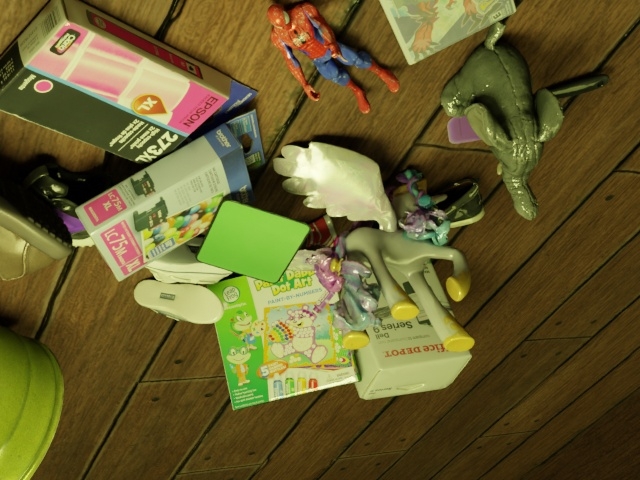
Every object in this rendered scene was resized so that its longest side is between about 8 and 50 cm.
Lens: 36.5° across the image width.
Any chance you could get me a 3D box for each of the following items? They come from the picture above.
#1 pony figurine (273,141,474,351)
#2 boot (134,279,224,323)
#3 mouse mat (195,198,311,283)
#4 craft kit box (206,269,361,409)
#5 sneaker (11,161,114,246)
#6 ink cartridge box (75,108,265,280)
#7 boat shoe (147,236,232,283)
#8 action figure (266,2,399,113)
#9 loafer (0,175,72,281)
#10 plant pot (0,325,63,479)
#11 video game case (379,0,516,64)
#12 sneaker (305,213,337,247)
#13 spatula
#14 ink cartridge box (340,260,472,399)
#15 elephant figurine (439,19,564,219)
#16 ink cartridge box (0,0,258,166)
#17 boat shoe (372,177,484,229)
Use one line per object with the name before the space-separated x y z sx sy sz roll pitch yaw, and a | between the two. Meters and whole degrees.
pony figurine | 0.086 0.013 1.665 0.350 0.364 0.303 2 136 -14
boot | -0.247 0.118 1.795 0.189 0.069 0.086 14 167 26
mouse mat | -0.113 0.005 1.590 0.152 0.007 0.190 17 141 -13
craft kit box | -0.070 0.174 1.842 0.249 0.247 0.061 -15 169 8
sneaker | -0.442 -0.057 1.448 0.293 0.102 0.146 -10 148 -31
ink cartridge box | -0.212 -0.068 1.508 0.311 0.065 0.186 -34 159 -12
boat shoe | -0.258 0.038 1.701 0.258 0.095 0.084 15 129 -43
action figure | 0.023 -0.245 1.399 0.091 0.139 0.280 -36 143 21
loafer | -0.501 -0.053 1.289 0.130 0.134 0.366 -43 123 7
plant pot | -0.676 0.237 1.566 0.366 0.367 0.353 -29 136 12
video game case | 0.184 -0.359 1.418 0.183 0.023 0.201 -26 149 8
sneaker | 0.000 0.000 1.843 0.067 0.042 0.118 -23 141 -3
spatula | 0.366 -0.237 1.705 0.296 0.030 0.084 -21 146 1
ink cartridge box | 0.143 0.150 1.920 0.211 0.289 0.122 -6 146 -24
elephant figurine | 0.309 -0.187 1.547 0.169 0.240 0.186 -38 145 26
ink cartridge box | -0.264 -0.201 1.366 0.175 0.069 0.370 -38 147 26
boat shoe | 0.196 -0.055 1.852 0.233 0.084 0.079 -18 132 -2
